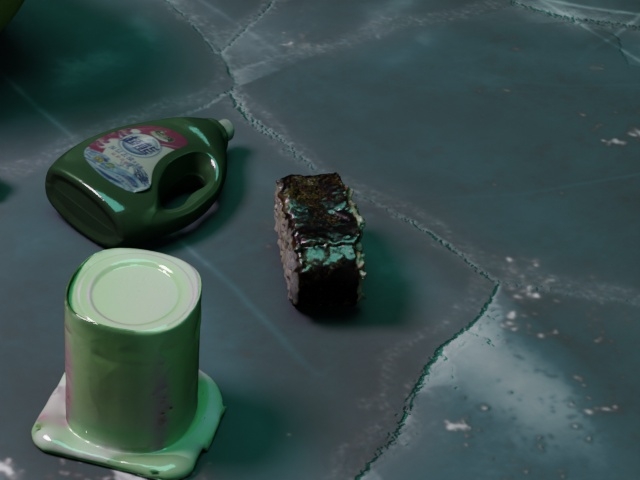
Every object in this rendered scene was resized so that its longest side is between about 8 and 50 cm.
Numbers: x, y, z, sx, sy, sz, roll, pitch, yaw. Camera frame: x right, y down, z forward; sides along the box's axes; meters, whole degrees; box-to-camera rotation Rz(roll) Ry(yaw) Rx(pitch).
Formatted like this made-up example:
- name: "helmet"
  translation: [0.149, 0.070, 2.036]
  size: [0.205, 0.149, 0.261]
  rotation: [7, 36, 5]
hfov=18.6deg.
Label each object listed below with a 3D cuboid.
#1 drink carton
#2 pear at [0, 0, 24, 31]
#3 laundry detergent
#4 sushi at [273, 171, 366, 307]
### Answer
- name: "drink carton"
  translation: [-0.155, 0.092, 1.628]
  size: [0.146, 0.142, 0.144]
  rotation: [11, 36, 9]
- name: "pear"
  translation: [-0.412, -0.313, 1.974]
  size: [0.238, 0.342, 0.318]
  rotation: [40, 29, 10]
- name: "laundry detergent"
  translation: [-0.155, -0.066, 1.910]
  size: [0.137, 0.063, 0.211]
  rotation: [34, 42, 27]
- name: "sushi"
  translation: [0.000, 0.000, 1.818]
  size: [0.078, 0.090, 0.150]
  rotation: [-5, 39, -9]
